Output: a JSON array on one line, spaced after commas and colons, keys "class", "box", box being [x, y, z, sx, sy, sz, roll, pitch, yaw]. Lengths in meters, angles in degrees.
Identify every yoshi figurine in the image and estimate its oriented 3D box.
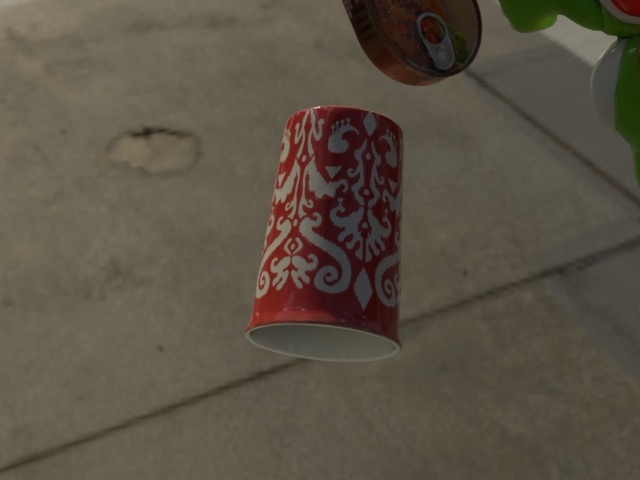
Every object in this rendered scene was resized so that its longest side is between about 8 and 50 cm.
[{"class": "yoshi figurine", "box": [0.269, -0.206, 1.110, 0.203, 0.362, 0.203, -22, 12, -31]}]

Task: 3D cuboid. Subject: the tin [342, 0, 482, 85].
[{"class": "tin", "box": [0.058, -0.210, 1.027, 0.106, 0.189, 0.040, -20, -2, -31]}]

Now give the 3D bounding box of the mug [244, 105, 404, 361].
[{"class": "mug", "box": [-0.004, -0.003, 0.997, 0.150, 0.113, 0.169, -8, 68, 39]}]
